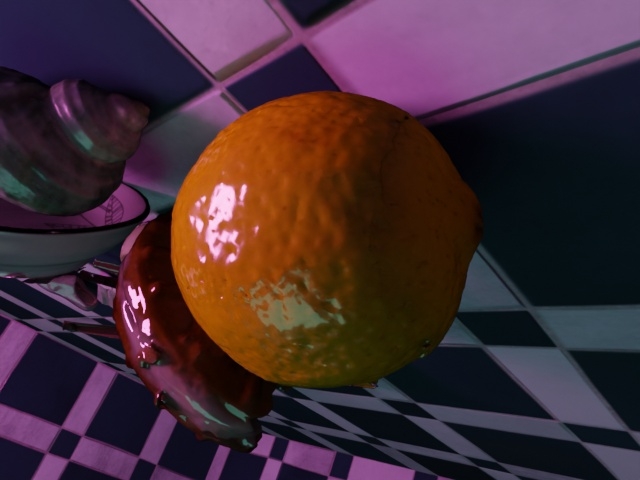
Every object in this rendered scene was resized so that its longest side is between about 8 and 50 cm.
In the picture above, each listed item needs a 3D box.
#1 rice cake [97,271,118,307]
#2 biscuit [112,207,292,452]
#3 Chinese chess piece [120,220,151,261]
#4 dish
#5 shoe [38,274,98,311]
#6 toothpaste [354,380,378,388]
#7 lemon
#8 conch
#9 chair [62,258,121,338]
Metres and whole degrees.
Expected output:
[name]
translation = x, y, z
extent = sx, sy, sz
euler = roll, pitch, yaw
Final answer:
[rice cake]
translation = -0.560, 0.138, 1.343
extent = 0.080, 0.042, 0.222
euler = 31, 152, -8
[biscuit]
translation = -0.121, 0.076, 0.644
extent = 0.268, 0.366, 0.115
euler = 41, 110, 0
[Chinese chess piece]
translation = -0.279, 0.045, 0.940
extent = 0.188, 0.083, 0.188
euler = 18, 154, 9
[dish]
translation = -0.403, -0.023, 0.685
extent = 0.316, 0.106, 0.316
euler = 13, -163, -4
[shoe]
translation = -0.694, 0.118, 1.389
extent = 0.078, 0.079, 0.195
euler = -39, 112, 19
[toothpaste]
translation = -0.015, 0.274, 1.165
extent = 0.327, 0.077, 0.110
euler = -10, 137, 45
[lemon]
translation = 0.001, 0.000, 0.468
extent = 0.292, 0.293, 0.293
euler = 17, 152, 9
[conch]
translation = -0.332, -0.120, 0.607
extent = 0.277, 0.196, 0.220
euler = -14, 179, 16
[chair]
translation = -0.354, 0.154, 1.086
extent = 0.326, 0.176, 0.183
euler = 15, 174, -14
